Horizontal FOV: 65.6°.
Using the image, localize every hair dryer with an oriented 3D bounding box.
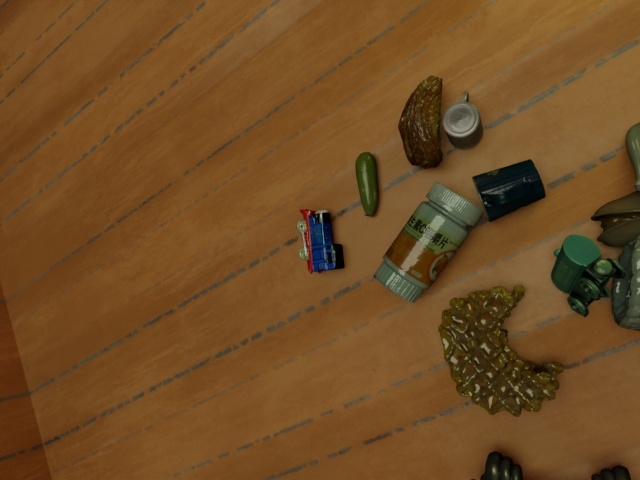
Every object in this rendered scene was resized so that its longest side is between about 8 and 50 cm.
[{"bbox_3d":[0.843,-0.174,1.154,0.237,0.075,0.206,12,55,7],"label":"hair dryer"}]

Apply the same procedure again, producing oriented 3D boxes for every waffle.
[{"bbox_3d":[0.456,0.286,1.290,0.261,0.151,0.324,-30,71,26],"label":"waffle"}]

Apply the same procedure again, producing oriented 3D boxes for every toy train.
[{"bbox_3d":[0.000,0.000,1.560,0.131,0.083,0.204,-8,85,25],"label":"toy train"},{"bbox_3d":[0.619,0.080,1.182,0.101,0.248,0.159,-34,60,-1],"label":"toy train"}]

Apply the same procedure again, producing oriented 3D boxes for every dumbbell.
[{"bbox_3d":[0.571,0.619,1.197,0.406,0.179,0.179,-5,85,25],"label":"dumbbell"}]

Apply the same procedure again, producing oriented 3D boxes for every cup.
[{"bbox_3d":[0.386,-0.330,1.369,0.099,0.133,0.136,-25,77,18],"label":"cup"},{"bbox_3d":[0.492,-0.131,1.291,0.155,0.176,0.131,-22,98,16],"label":"cup"}]

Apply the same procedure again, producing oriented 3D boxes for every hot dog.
[{"bbox_3d":[0.284,-0.338,1.407,0.114,0.175,0.259,0,84,2],"label":"hot dog"}]

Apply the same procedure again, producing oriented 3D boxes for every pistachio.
[{"bbox_3d":[0.760,-0.055,1.177,0.206,0.131,0.129,-19,70,25],"label":"pistachio"}]

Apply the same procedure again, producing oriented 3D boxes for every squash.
[{"bbox_3d":[0.143,-0.172,1.515,0.066,0.066,0.201,-5,88,25],"label":"squash"}]

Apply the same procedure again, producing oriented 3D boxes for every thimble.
[{"bbox_3d":[0.767,0.098,1.106,0.172,0.205,0.250,7,129,20],"label":"thimble"}]

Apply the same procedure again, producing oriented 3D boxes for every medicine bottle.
[{"bbox_3d":[0.294,0.009,1.378,0.158,0.158,0.318,38,104,22],"label":"medicine bottle"}]
